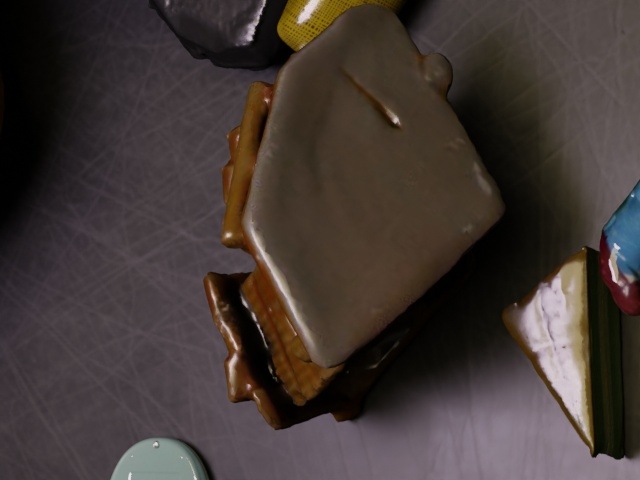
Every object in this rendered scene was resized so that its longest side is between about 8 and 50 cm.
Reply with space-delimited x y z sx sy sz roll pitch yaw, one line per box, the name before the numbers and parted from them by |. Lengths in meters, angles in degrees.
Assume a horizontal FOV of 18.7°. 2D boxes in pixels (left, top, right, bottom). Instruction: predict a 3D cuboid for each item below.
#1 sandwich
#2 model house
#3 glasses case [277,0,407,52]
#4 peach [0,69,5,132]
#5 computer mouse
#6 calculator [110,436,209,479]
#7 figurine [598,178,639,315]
sandwich | 0.184 0.074 1.267 0.074 0.074 0.116 -38 69 17
model house | 0.000 -0.001 1.309 0.199 0.219 0.229 55 151 13
glasses case | 0.051 -0.229 1.371 0.079 0.064 0.234 26 97 -19
peach | -0.441 -0.080 1.445 0.416 0.353 0.339 -33 77 -1
computer mouse | -0.044 -0.230 1.421 0.122 0.073 0.217 32 104 28
calculator | -0.120 0.221 1.427 0.095 0.021 0.153 -2 79 26
figurine | 0.299 0.025 1.197 0.234 0.127 0.185 45 108 14
